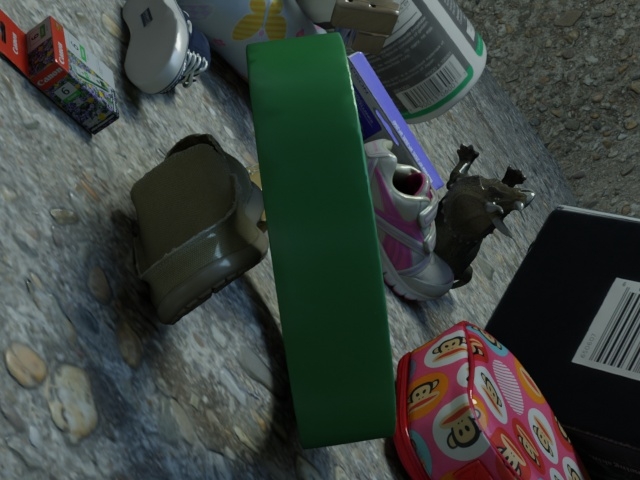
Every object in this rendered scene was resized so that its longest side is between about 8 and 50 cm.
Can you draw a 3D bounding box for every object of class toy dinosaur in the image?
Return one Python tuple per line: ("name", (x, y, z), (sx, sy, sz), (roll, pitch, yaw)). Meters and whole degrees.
("toy dinosaur", (0.181, -0.019, 1.730), (0.121, 0.313, 0.160), (36, 54, 4))

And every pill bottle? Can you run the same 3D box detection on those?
("pill bottle", (0.088, -0.368, 2.048), (0.361, 0.204, 0.204), (48, 18, -34))

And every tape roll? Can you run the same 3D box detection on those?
("tape roll", (0.000, 0.000, 1.042), (0.321, 0.077, 0.321), (171, -90, -90))

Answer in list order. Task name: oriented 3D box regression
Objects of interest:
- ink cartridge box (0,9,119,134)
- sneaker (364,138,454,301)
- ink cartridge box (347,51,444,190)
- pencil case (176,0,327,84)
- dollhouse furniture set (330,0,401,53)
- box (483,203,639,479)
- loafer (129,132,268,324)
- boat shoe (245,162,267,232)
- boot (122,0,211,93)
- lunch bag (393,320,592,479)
("ink cartridge box", (-0.207, -0.140, 1.034), (0.115, 0.029, 0.063), (44, 21, -42))
("sneaker", (0.101, -0.023, 1.594), (0.252, 0.111, 0.103), (47, 19, -36))
("ink cartridge box", (0.078, -0.142, 1.710), (0.206, 0.045, 0.208), (57, -14, -4))
("pencil case", (-0.097, -0.258, 1.445), (0.124, 0.113, 0.273), (32, -6, 43))
("dollhouse furniture set", (-0.009, -0.341, 1.589), (0.303, 0.198, 0.286), (114, -12, -70))
("box", (0.502, 0.233, 1.573), (0.480, 0.297, 0.472), (12, -25, 48))
("loafer", (-0.101, -0.017, 1.007), (0.092, 0.102, 0.268), (53, 7, -13))
("boat shoe", (-0.053, -0.049, 1.246), (0.068, 0.072, 0.190), (55, 16, -9))
("boot", (-0.135, -0.176, 1.244), (0.086, 0.069, 0.190), (44, 19, -32))
("lunch bag", (0.190, 0.247, 1.330), (0.293, 0.120, 0.258), (54, 17, -16))
